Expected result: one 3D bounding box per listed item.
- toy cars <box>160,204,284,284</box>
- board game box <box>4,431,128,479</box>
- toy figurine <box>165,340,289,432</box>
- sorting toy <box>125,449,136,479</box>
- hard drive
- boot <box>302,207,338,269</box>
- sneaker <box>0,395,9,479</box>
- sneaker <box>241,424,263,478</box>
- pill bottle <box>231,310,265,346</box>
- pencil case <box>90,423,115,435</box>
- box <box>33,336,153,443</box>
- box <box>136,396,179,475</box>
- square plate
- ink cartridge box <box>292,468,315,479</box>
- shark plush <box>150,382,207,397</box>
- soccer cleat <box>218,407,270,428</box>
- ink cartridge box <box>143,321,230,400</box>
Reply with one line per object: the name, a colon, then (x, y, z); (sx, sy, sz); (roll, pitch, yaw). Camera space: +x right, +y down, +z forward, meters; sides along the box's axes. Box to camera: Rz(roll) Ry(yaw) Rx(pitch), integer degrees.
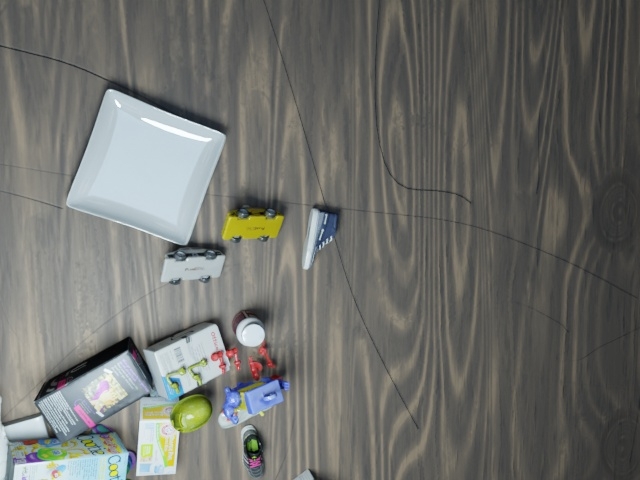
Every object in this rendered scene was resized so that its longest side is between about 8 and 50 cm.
toy cars: (-0.294, 0.002, 1.806); (0.393, 0.087, 0.176); (-35, 140, -8)
board game box: (-0.668, 0.609, 1.635); (0.275, 0.142, 0.144); (6, 95, -33)
toy figurine: (-0.215, 0.408, 1.716); (0.362, 0.217, 0.191); (-12, 95, -39)
sorting toy: (-0.581, 0.792, 1.783); (0.127, 0.126, 0.366); (7, 94, -16)
hard drive: (-0.842, 0.657, 1.739); (0.203, 0.040, 0.308); (-14, 99, -14)
boot: (0.000, 0.000, 1.900); (0.086, 0.069, 0.190); (11, 90, -14)
sneaker: (-0.873, 0.556, 1.650); (0.129, 0.111, 0.297); (9, 84, -27)
sneaker: (-0.206, 0.656, 1.902); (0.063, 0.075, 0.170); (-9, 98, -15)
pill bottle: (-0.209, 0.261, 1.823); (0.086, 0.152, 0.086); (-1, 96, -15)
pencil case: (-0.638, 0.610, 1.780); (0.070, 0.064, 0.152); (16, 92, -54)
box: (-0.616, 0.405, 1.714); (0.270, 0.165, 0.143); (-29, 102, -12)
box: (-0.463, 0.556, 1.772); (0.114, 0.103, 0.203); (2, 115, -16)
square plate: (-0.486, -0.201, 1.755); (0.347, 0.049, 0.344); (20, 90, -17)
ink cartridge box: (-0.088, 0.830, 1.907); (0.219, 0.160, 0.093); (-33, 102, -11)
shark plush: (-0.416, 0.438, 1.825); (0.161, 0.067, 0.073); (6, 93, -16)
soccer cleat: (-0.223, 0.513, 1.896); (0.196, 0.076, 0.068); (-18, 60, -28)
ink cartridge box: (-0.380, 0.341, 1.784); (0.203, 0.086, 0.148); (-22, 102, -36)
